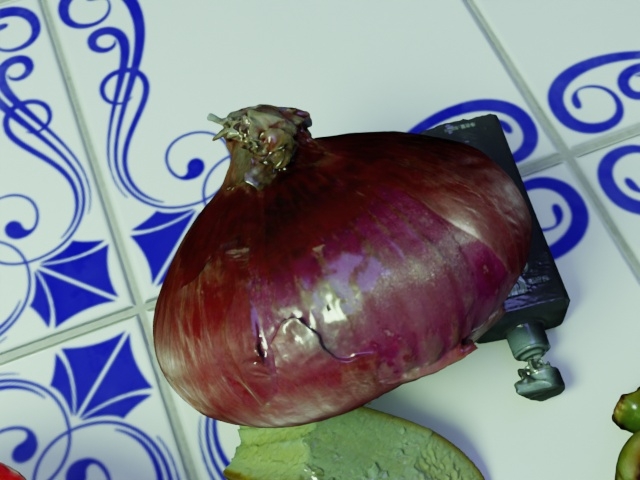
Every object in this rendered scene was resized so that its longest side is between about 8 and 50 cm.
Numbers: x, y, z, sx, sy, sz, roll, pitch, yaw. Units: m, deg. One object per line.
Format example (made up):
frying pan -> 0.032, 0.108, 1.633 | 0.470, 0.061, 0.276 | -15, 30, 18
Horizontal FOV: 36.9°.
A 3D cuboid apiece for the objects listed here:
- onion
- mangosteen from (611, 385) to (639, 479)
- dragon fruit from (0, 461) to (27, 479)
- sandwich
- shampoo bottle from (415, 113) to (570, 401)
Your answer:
onion -> 0.000, 0.000, 0.838 | 0.347, 0.347, 0.285 | -30, 106, -13
mangosteen -> 0.380, 0.173, 0.794 | 0.302, 0.275, 0.275 | 8, 53, 51
dragon fruit -> -0.313, 0.358, 0.708 | 0.386, 0.249, 0.371 | -5, 47, 11
sandwich -> 0.034, 0.210, 0.869 | 0.258, 0.096, 0.094 | 14, 57, 9
shampoo bottle -> 0.181, 0.016, 0.982 | 0.098, 0.071, 0.309 | -11, 62, -6
